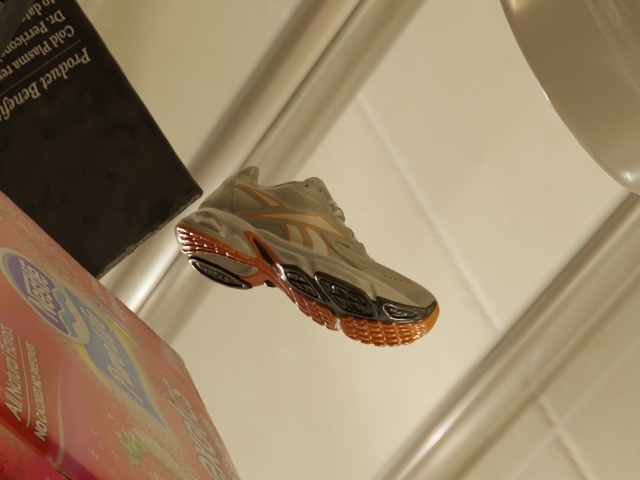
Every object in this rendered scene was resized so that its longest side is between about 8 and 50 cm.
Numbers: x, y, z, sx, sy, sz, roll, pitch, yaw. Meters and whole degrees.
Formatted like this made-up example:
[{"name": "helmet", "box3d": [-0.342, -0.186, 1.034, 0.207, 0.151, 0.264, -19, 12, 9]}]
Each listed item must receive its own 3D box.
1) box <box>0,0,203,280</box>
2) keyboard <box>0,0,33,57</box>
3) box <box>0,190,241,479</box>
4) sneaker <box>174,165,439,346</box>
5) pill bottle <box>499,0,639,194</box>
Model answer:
[{"name": "box", "box3d": [-0.433, -0.128, 1.239, 0.297, 0.480, 0.472, -40, -72, -30]}, {"name": "keyboard", "box3d": [-0.296, -0.120, 0.899, 0.201, 0.317, 0.033, 21, -163, -48]}, {"name": "box", "box3d": [-0.106, 0.080, 0.443, 0.128, 0.122, 0.257, 45, 180, -21]}, {"name": "sneaker", "box3d": [0.000, 0.000, 1.280, 0.262, 0.099, 0.121, 23, -119, 23]}, {"name": "pill bottle", "box3d": [0.199, -0.126, 0.479, 0.153, 0.264, 0.153, 40, -145, -35]}]
